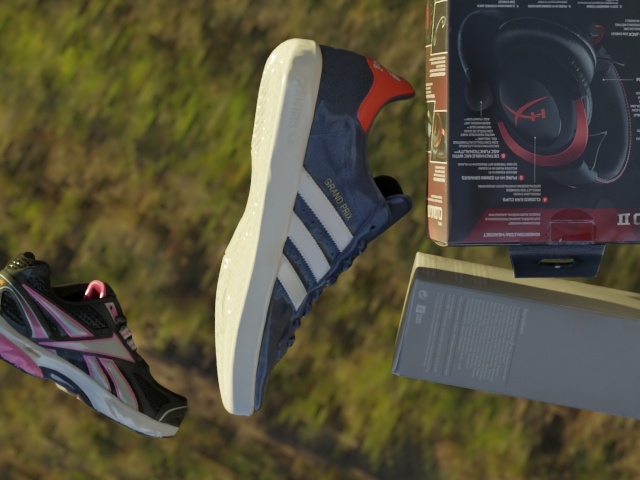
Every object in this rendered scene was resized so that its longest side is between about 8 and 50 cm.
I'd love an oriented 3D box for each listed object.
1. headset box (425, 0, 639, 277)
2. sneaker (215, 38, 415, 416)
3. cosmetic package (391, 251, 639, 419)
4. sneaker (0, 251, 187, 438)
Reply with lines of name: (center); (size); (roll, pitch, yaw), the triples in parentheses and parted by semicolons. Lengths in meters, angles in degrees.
headset box: (0.202, -0.113, 1.681); (0.218, 0.293, 0.110); (-1, -176, -7)
sneaker: (0.000, 0.000, 1.778); (0.148, 0.350, 0.131); (10, -165, -15)
cosmetic package: (0.194, 0.088, 1.836); (0.238, 0.107, 0.127); (14, -169, 2)
sneaker: (-0.148, 0.069, 1.298); (0.178, 0.077, 0.072); (35, 173, -39)
